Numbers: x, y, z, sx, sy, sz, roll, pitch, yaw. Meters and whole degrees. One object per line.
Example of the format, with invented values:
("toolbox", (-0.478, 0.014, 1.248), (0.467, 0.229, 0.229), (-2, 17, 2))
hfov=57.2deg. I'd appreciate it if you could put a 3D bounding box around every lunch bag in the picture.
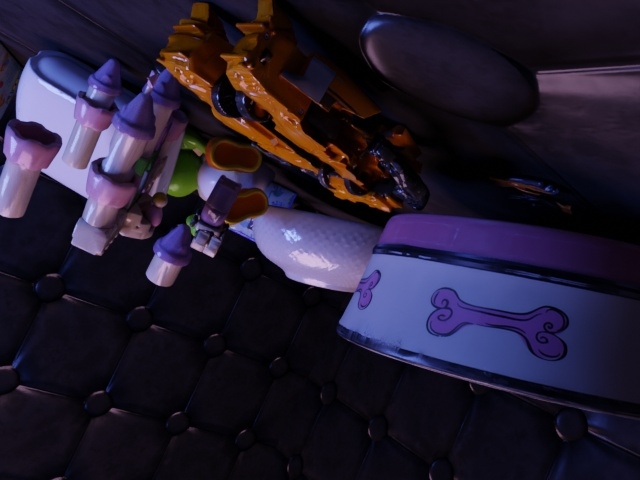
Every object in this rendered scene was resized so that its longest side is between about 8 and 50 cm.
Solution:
("lunch bag", (-0.146, -0.072, 1.440), (0.129, 0.151, 0.096), (26, 176, -4))

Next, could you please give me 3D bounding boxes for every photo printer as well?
("photo printer", (-0.424, -0.190, 1.101), (0.307, 0.107, 0.256), (32, 137, -3))

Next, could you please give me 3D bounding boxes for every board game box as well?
("board game box", (-0.794, -0.389, 1.329), (0.142, 0.144, 0.275), (27, 174, -15))

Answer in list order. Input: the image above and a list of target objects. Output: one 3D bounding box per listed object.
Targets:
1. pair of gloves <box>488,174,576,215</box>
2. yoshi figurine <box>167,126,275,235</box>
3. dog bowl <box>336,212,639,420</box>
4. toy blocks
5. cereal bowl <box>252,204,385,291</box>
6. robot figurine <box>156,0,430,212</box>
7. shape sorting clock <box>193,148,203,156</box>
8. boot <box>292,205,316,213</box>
("pair of gloves", (0.222, -0.049, 0.613), (0.074, 0.010, 0.083), (19, 175, 43))
("yoshi figurine", (-0.242, -0.128, 1.196), (0.203, 0.203, 0.362), (42, 171, -23))
("dog bowl", (0.230, 0.075, 0.671), (0.408, 0.150, 0.408), (12, 177, 1))
("toy blocks", (-0.241, -0.134, 0.852), (0.309, 0.260, 0.288), (27, -159, -11))
("cereal bowl", (0.019, 0.021, 1.221), (0.339, 0.141, 0.339), (12, -177, -1))
("robot figurine", (-0.004, -0.117, 0.589), (0.211, 0.085, 0.291), (21, 173, 44))
("shape sorting clock", (-0.381, -0.228, 1.395), (0.206, 0.040, 0.206), (6, 162, 2))
("boot", (-0.002, 0.001, 1.656), (0.189, 0.076, 0.208), (43, 173, 13))
